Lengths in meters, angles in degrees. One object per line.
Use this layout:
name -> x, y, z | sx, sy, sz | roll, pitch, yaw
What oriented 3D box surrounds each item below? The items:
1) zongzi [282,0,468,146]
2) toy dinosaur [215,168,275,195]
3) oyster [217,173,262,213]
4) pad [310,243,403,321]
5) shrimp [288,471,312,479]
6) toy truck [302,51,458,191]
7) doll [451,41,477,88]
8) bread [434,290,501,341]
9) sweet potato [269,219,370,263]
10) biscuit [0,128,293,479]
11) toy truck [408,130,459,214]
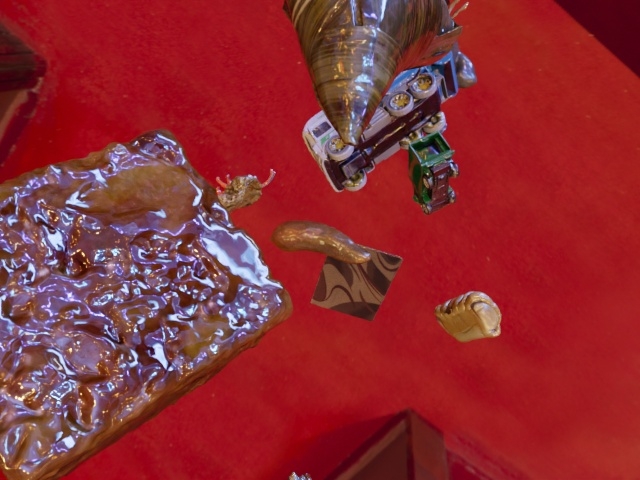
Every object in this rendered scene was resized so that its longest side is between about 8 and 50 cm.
zongzi -> 0.065, -0.157, 0.544 | 0.111, 0.248, 0.241 | -20, 70, 33
toy dinosaur -> -0.267, -0.149, 1.803 | 0.279, 0.055, 0.101 | -35, 81, 8
oyster -> -0.182, -0.101, 1.357 | 0.105, 0.177, 0.056 | -27, 81, -13
pad -> 0.105, 0.130, 1.881 | 0.220, 0.004, 0.330 | 16, 136, -1
shrimp -> -0.012, 0.458, 1.008 | 0.051, 0.132, 0.187 | -17, 109, -11
toy truck -> 0.136, -0.272, 1.315 | 0.367, 0.175, 0.146 | -36, 144, -4
doll -> 0.211, -0.511, 1.516 | 0.252, 0.378, 0.382 | -33, 87, 19
bread -> 0.403, 0.205, 1.636 | 0.081, 0.225, 0.134 | -37, 90, -27
sweet potato -> 0.001, -0.001, 1.625 | 0.292, 0.097, 0.097 | 11, 109, 19
biscuit -> -0.275, 0.067, 0.756 | 0.342, 0.395, 0.166 | 52, 141, 13
toy truck -> 0.197, -0.111, 1.066 | 0.065, 0.147, 0.079 | -25, 60, -6
